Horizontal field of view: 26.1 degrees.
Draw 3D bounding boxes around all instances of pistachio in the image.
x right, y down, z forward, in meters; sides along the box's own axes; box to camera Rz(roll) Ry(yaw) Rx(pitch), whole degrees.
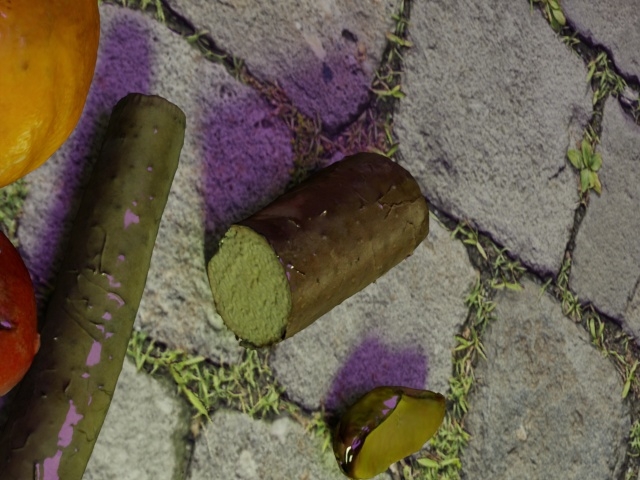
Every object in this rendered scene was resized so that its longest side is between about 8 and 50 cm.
[{"bbox_3d":[0.065,0.189,1.444,0.173,0.049,0.090,-19,121,-47],"label":"pistachio"}]

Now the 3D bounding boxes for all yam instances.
[{"bbox_3d":[-0.191,0.049,1.182,0.083,0.083,0.372,34,63,-38],"label":"yam"},{"bbox_3d":[0.001,0.002,1.347,0.238,0.129,0.128,-33,109,-42],"label":"yam"}]

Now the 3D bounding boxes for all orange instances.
[{"bbox_3d":[-0.289,-0.164,0.983,0.284,0.226,0.284,28,42,-29],"label":"orange"}]

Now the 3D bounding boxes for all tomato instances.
[{"bbox_3d":[-0.290,0.050,1.032,0.167,0.167,0.167,8,79,-45],"label":"tomato"}]
